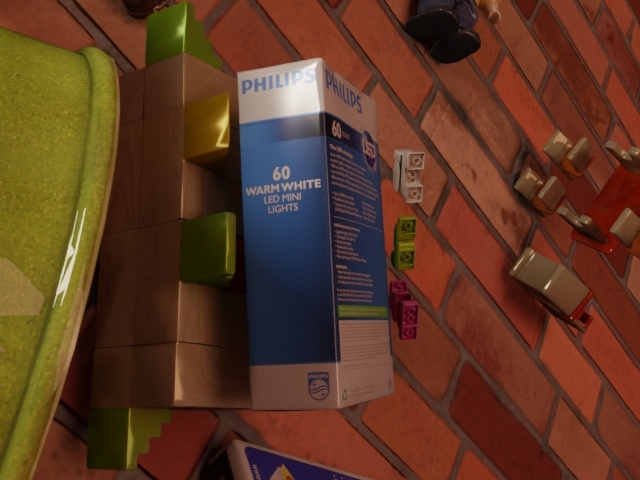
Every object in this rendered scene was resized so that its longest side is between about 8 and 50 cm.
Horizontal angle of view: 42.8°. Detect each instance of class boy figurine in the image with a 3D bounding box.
[{"bbox_3d":[0.212,-0.392,1.195,0.177,0.092,0.285,37,59,-29],"label":"boy figurine"}]

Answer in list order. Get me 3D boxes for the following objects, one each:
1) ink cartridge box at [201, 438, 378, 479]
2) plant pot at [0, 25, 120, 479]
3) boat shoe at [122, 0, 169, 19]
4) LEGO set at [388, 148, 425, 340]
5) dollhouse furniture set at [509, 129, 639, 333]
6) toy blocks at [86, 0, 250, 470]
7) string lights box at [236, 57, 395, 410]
[{"bbox_3d":[0.054,0.348,0.750,0.307,0.072,0.303,29,21,-37],"label":"ink cartridge box"},{"bbox_3d":[-0.334,0.008,0.393,0.353,0.366,0.366,20,66,-28],"label":"plant pot"},{"bbox_3d":[-0.146,-0.307,0.837,0.207,0.073,0.073,-57,156,-34],"label":"boat shoe"},{"bbox_3d":[0.062,-0.003,0.947,0.087,0.093,0.227,-4,112,-12],"label":"LEGO set"},{"bbox_3d":[0.405,-0.010,1.195,0.135,0.262,0.259,37,90,-35],"label":"dollhouse furniture set"},{"bbox_3d":[-0.073,0.014,0.766,0.261,0.191,0.381,18,67,-53],"label":"toy blocks"},{"bbox_3d":[0.000,0.000,0.661,0.133,0.077,0.259,14,71,-66],"label":"string lights box"}]
